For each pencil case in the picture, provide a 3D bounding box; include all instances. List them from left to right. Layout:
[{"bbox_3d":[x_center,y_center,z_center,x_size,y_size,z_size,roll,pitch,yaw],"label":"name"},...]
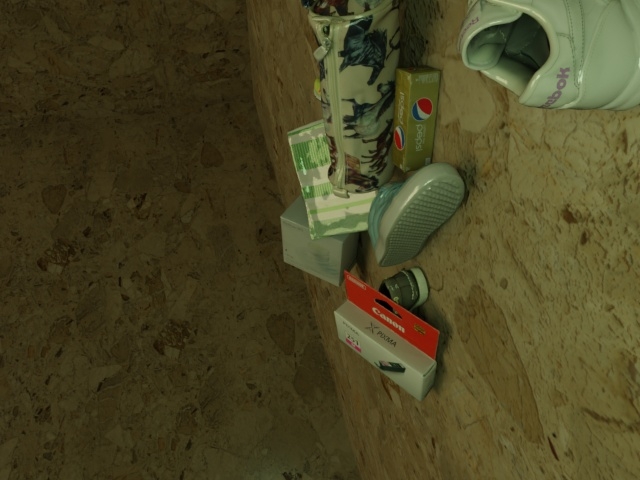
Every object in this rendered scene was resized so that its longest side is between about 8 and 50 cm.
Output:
[{"bbox_3d":[0.071,-0.276,0.804,0.160,0.184,0.410,38,153,34],"label":"pencil case"}]

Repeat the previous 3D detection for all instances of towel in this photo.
[{"bbox_3d":[0.036,-0.174,1.112,0.248,0.038,0.324,-10,94,35],"label":"towel"}]

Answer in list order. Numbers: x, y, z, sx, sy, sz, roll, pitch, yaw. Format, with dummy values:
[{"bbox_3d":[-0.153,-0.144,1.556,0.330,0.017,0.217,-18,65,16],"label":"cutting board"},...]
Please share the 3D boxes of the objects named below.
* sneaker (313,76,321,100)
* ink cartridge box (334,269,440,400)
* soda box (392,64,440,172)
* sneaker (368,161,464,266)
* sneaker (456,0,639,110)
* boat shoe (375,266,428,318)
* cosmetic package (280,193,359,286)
[{"bbox_3d":[0.045,-0.429,1.128,0.208,0.082,0.094,52,154,41],"label":"sneaker"},{"bbox_3d":[0.147,0.227,0.958,0.275,0.060,0.238,32,148,35],"label":"ink cartridge box"},{"bbox_3d":[0.174,-0.224,0.747,0.061,0.058,0.181,-117,20,-54],"label":"soda box"},{"bbox_3d":[0.155,-0.069,0.802,0.366,0.135,0.150,107,146,-65],"label":"sneaker"},{"bbox_3d":[0.195,-0.250,0.398,0.114,0.152,0.305,95,162,-59],"label":"sneaker"},{"bbox_3d":[0.179,0.165,1.012,0.305,0.091,0.109,98,158,-58],"label":"boat shoe"},{"bbox_3d":[0.000,0.000,1.323,0.224,0.138,0.224,23,139,20],"label":"cosmetic package"}]
